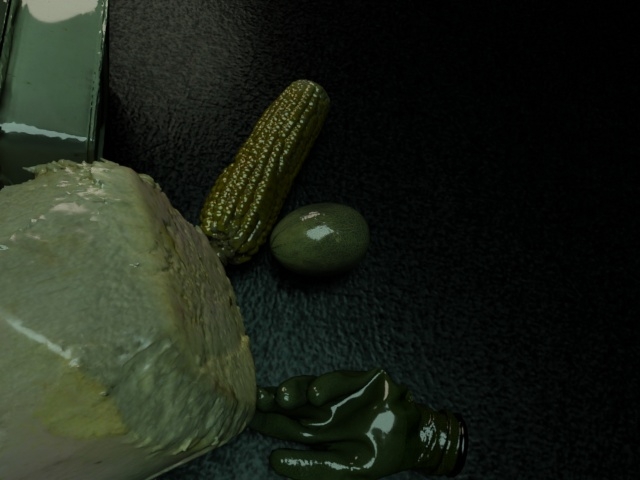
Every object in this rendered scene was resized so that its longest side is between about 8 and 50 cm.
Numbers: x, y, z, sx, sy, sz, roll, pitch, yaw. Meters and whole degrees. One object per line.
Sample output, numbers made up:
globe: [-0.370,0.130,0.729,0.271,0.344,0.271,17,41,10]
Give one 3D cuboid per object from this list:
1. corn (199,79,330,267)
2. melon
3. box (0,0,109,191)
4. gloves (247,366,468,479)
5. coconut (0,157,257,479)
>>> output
corn: [-0.071,-0.104,0.669,0.097,0.097,0.319,24,62,2]
melon: [0.000,0.000,0.627,0.131,0.098,0.097,-9,67,-8]
box: [-0.349,-0.178,0.588,0.166,0.220,0.290,3,64,-23]
gloves: [0.035,0.203,0.536,0.268,0.107,0.135,20,71,-19]
coconut: [-0.242,0.097,0.423,0.310,0.297,0.297,-25,71,1]
